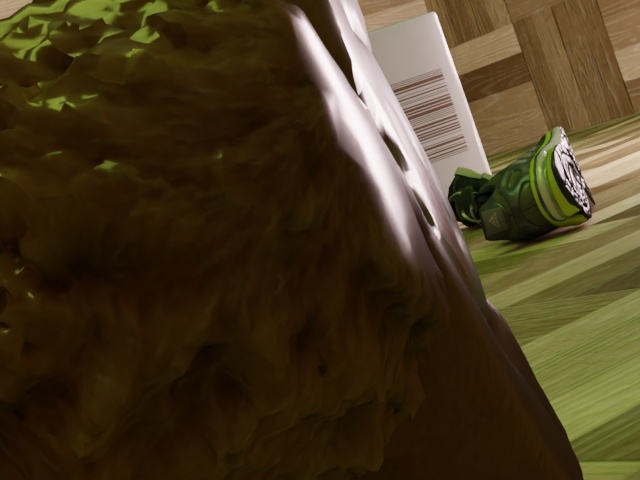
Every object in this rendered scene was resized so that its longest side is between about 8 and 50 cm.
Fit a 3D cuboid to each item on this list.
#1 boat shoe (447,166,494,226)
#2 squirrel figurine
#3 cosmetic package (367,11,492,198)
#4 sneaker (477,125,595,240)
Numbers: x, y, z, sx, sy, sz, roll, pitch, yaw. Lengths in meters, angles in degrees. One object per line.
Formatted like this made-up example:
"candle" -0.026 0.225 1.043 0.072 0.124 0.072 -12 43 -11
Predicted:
"boat shoe" 0.232 -0.049 2.084 0.079 0.084 0.233 -58 15 -3
"squirrel figurine" -0.132 0.063 0.511 0.370 0.281 0.397 -25 0 9
"cosmetic package" 0.037 -0.149 2.479 0.327 0.329 0.393 -21 3 -16
"sneaker" 0.246 -0.061 1.755 0.121 0.111 0.300 -23 0 14
